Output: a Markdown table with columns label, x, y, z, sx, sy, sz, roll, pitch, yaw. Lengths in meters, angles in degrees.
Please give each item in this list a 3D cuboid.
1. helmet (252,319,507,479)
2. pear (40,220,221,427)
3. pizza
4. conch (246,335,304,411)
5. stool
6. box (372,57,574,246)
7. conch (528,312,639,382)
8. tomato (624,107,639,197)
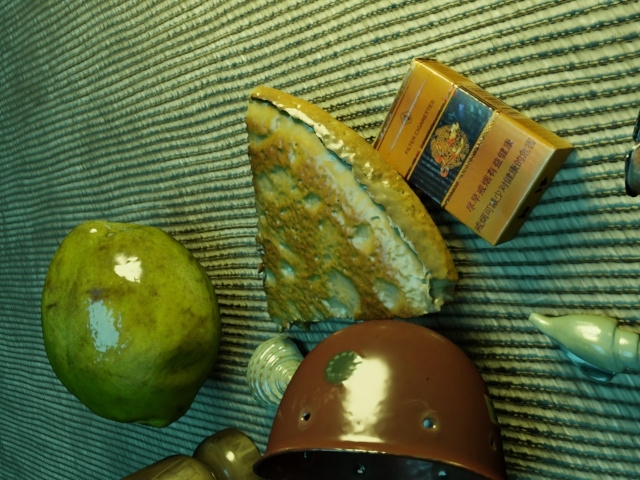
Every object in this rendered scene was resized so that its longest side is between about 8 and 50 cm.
| label | x | y | z | sx | sy | sz | roll | pitch | yaw |
| --- | --- | --- | --- | --- | --- | --- | --- | --- | --- |
| helmet | 0.099 | 0.238 | 0.882 | 0.337 | 0.385 | 0.230 | -4 | 60 | 19 |
| pear | -0.359 | 0.157 | 1.234 | 0.352 | 0.352 | 0.413 | 6 | 108 | 41 |
| pizza | 0.000 | 0.000 | 1.025 | 0.440 | 0.130 | 0.406 | 49 | 138 | 16 |
| conch | -0.084 | 0.244 | 1.158 | 0.153 | 0.102 | 0.135 | -5 | 80 | 43 |
| stool | -0.258 | 0.504 | 1.249 | 0.179 | 0.264 | 0.179 | 10 | 106 | 41 |
| box | 0.193 | -0.124 | 0.853 | 0.237 | 0.070 | 0.152 | 43 | 125 | 29 |
| conch | 0.345 | 0.129 | 0.777 | 0.180 | 0.088 | 0.065 | 16 | 65 | 46 |
| tomato | 0.400 | -0.129 | 0.594 | 0.155 | 0.181 | 0.214 | 18 | 114 | 33 |
